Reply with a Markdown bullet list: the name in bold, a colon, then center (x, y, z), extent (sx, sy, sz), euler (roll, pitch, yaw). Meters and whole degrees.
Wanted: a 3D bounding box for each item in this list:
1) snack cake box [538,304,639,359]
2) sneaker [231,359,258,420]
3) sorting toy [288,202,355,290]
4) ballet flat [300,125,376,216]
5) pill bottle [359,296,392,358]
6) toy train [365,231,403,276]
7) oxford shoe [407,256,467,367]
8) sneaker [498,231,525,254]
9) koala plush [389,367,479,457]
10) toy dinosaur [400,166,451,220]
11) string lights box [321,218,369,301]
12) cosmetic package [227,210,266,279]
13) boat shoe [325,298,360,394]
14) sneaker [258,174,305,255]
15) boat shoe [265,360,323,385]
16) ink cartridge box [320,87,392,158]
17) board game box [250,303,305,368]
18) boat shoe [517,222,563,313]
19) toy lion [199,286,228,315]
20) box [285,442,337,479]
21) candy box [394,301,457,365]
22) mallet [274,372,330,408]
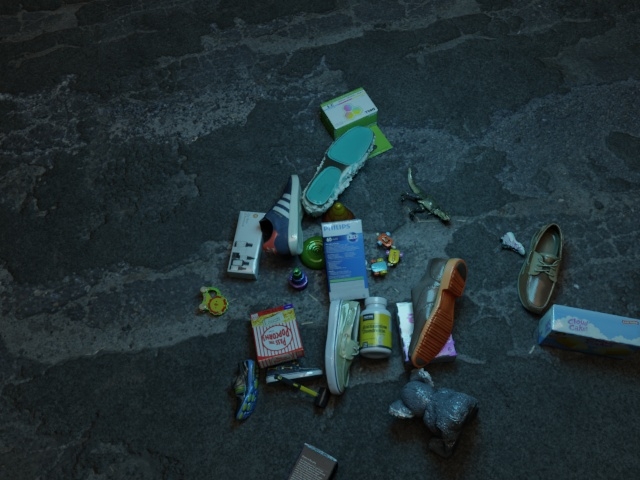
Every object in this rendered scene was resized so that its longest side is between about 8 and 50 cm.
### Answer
- **snack cake box**: center (0.834, 0.287, 1.805), extent (0.265, 0.152, 0.089), euler (10, 65, 8)
- **sneaker**: center (-0.243, 0.470, 1.825), extent (0.078, 0.067, 0.188), euler (-6, 64, 23)
- **sorting toy**: center (0.000, 0.000, 2.002), extent (0.127, 0.126, 0.365), euler (28, 68, 15)
- **ballet flat**: center (0.057, -0.247, 2.116), extent (0.147, 0.147, 0.409), euler (30, 67, 16)
- **pill bottle**: center (0.178, 0.280, 1.867), extent (0.103, 0.103, 0.184), euler (1, 64, 3)
- **toy train**: center (0.211, 0.055, 2.011), extent (0.125, 0.046, 0.166), euler (34, 67, 19)
- **oxford shoe**: center (0.341, 0.221, 1.822), extent (0.133, 0.130, 0.363), euler (10, 67, 43)
- **sneaker**: center (0.655, 0.023, 2.010), extent (0.069, 0.038, 0.098), euler (-26, 56, -8)
- **koala plush**: center (0.332, 0.491, 1.723), extent (0.221, 0.203, 0.196), euler (28, 68, 28)
- **toy dinosaur**: center (0.356, -0.145, 2.095), extent (0.118, 0.064, 0.268), euler (-26, 63, -17)
- **string lights box**: center (0.081, 0.065, 1.925), extent (0.134, 0.077, 0.259), euler (-6, 95, -1)
- **cosmetic package**: center (-0.254, 0.015, 2.042), extent (0.099, 0.060, 0.239), euler (5, 64, 4)
- **boat shoe**: center (0.074, 0.330, 1.824), extent (0.094, 0.109, 0.302), euler (-4, 73, 19)
- **sneaker**: center (-0.138, -0.095, 2.033), extent (0.148, 0.131, 0.350), euler (-6, 47, 9)
- **boat shoe**: center (-0.086, 0.404, 1.840), extent (0.184, 0.065, 0.083), euler (-7, 63, 0)
- **ink cartridge box**: center (0.140, -0.438, 2.225), extent (0.189, 0.097, 0.255), euler (-26, 65, -10)
- **board game box**: center (-0.140, 0.305, 1.871), extent (0.147, 0.045, 0.193), euler (-14, 45, -4)
- **boat shoe**: center (0.736, 0.083, 1.929), extent (0.123, 0.116, 0.324), euler (13, 65, 9)
- **toy lion**: center (-0.361, 0.207, 1.972), extent (0.096, 0.034, 0.100), euler (1, 63, -5)
- **box**: center (-0.040, 0.700, 1.645), extent (0.108, 0.153, 0.207), euler (24, 66, 14)
- **candy box**: center (0.335, 0.294, 1.871), extent (0.165, 0.070, 0.196), euler (-7, 63, -1)
- **mallet**: center (-0.053, 0.449, 1.794), extent (0.190, 0.039, 0.062), euler (35, 68, -10)
